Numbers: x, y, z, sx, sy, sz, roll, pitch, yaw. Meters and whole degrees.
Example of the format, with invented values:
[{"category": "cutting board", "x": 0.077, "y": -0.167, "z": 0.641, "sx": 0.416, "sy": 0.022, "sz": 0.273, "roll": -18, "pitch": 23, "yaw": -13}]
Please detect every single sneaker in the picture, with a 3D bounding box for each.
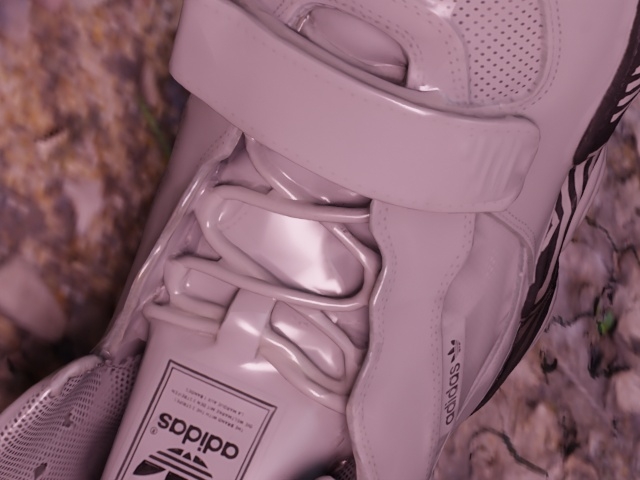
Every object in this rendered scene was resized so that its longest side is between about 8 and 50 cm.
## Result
[{"category": "sneaker", "x": 0.000, "y": 0.000, "z": 0.569, "sx": 0.210, "sy": 0.137, "sz": 0.366, "roll": -54, "pitch": 163, "yaw": -31}]
